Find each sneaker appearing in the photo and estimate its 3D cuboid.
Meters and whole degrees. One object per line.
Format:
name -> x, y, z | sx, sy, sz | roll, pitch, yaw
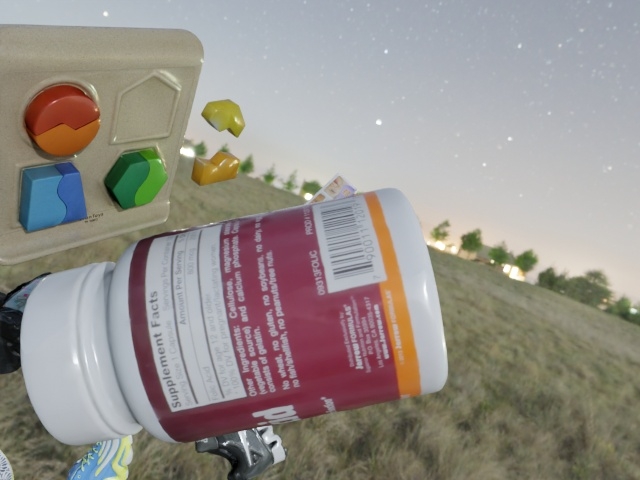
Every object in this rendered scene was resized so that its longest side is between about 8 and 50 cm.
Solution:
sneaker -> -0.151, 0.254, 0.828 | 0.234, 0.106, 0.078 | 55, -36, 2
sneaker -> -0.491, 0.494, 1.255 | 0.126, 0.240, 0.091 | 0, 17, -29

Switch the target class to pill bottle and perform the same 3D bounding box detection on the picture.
pill bottle -> -0.083, 0.088, 0.608 | 0.392, 0.224, 0.224 | -12, 3, 2

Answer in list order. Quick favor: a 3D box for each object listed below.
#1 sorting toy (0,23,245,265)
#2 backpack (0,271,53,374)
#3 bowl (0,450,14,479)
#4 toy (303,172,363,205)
sorting toy -> -0.184, -0.102, 0.589 | 0.041, 0.229, 0.307 | 37, 35, 25
backpack -> -0.504, 0.140, 0.996 | 0.115, 0.152, 0.182 | 34, 26, -2
bowl -> -0.520, 0.343, 0.763 | 0.170, 0.080, 0.170 | 35, 13, -9
toy -> 0.000, 0.000, 1.049 | 0.137, 0.237, 0.056 | 40, 25, -19
